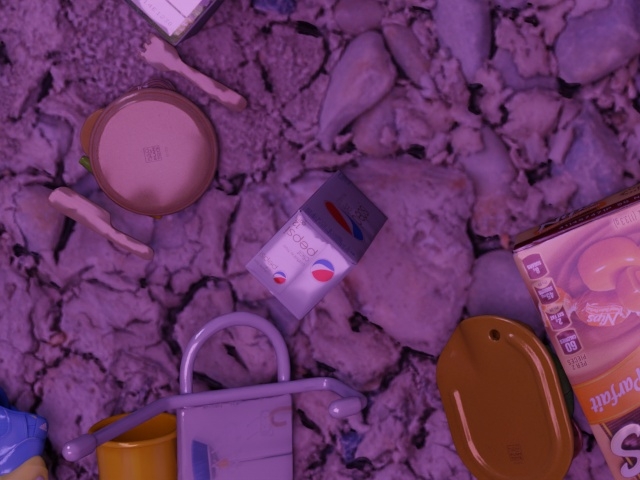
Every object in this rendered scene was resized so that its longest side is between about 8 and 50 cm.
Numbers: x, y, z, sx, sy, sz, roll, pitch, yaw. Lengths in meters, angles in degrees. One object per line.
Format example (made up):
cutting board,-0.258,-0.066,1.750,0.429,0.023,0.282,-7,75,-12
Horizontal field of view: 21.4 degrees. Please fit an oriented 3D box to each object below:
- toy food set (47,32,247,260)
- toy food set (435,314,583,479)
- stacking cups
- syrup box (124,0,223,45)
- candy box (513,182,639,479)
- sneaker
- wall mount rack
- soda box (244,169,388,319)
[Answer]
toy food set,-0.162,-0.088,1.614,0.132,0.038,0.192,33,100,-6
toy food set,0.190,0.166,1.597,0.128,0.071,0.217,-9,99,35
stacking cups,-0.172,0.333,1.671,0.096,0.096,0.316,0,102,9
syrup box,-0.081,-0.294,1.521,0.093,0.096,0.237,42,105,-3
candy box,0.322,0.108,1.546,0.183,0.087,0.316,-24,97,13
sneaker,-0.368,0.204,1.695,0.240,0.091,0.126,6,70,21
wall mount rack,-0.105,0.252,1.574,0.304,0.130,0.350,-6,103,-24
soda box,0.000,0.000,1.509,0.069,0.216,0.074,45,105,-1
